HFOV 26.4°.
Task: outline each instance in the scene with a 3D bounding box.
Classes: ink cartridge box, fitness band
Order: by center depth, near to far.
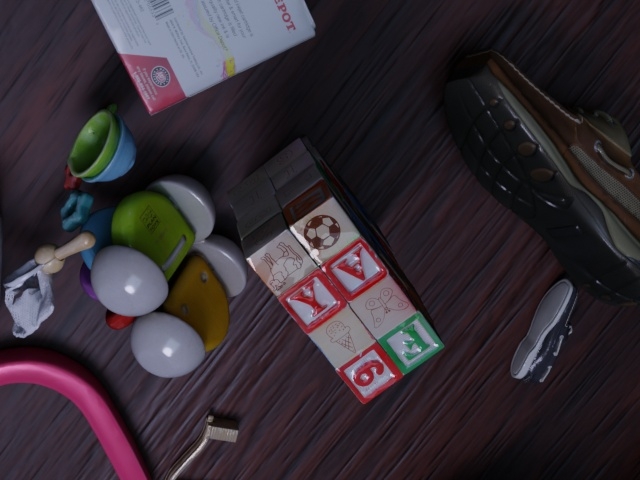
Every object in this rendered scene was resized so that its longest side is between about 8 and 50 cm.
[{"bbox_3d":[-0.110,-0.215,1.266,0.175,0.072,0.127,-26,112,-2],"label":"ink cartridge box"},{"bbox_3d":[-0.291,0.245,1.408,0.209,0.054,0.291,-25,113,-4],"label":"fitness band"}]

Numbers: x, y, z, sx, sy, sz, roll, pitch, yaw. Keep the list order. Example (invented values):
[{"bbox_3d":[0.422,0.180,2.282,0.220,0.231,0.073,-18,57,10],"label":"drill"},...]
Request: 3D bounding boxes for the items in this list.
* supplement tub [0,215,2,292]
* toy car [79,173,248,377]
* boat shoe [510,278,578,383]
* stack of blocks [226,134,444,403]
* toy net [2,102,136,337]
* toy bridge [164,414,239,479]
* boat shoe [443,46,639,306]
[{"bbox_3d":[-0.397,0.036,1.259,0.199,0.144,0.144,2,109,-12],"label":"supplement tub"},{"bbox_3d":[-0.166,0.034,1.317,0.136,0.159,0.182,-3,130,32],"label":"toy car"},{"bbox_3d":[0.248,0.099,1.463,0.038,0.046,0.125,19,107,-17],"label":"boat shoe"},{"bbox_3d":[0.000,0.000,1.243,0.087,0.297,0.171,-36,111,5],"label":"stack of blocks"},{"bbox_3d":[-0.247,-0.021,1.273,0.045,0.122,0.232,26,98,-36],"label":"toy net"},{"bbox_3d":[-0.137,0.271,1.458,0.063,0.026,0.188,10,107,-13],"label":"toy bridge"},{"bbox_3d":[0.251,-0.074,1.377,0.324,0.122,0.120,48,64,-24],"label":"boat shoe"}]
